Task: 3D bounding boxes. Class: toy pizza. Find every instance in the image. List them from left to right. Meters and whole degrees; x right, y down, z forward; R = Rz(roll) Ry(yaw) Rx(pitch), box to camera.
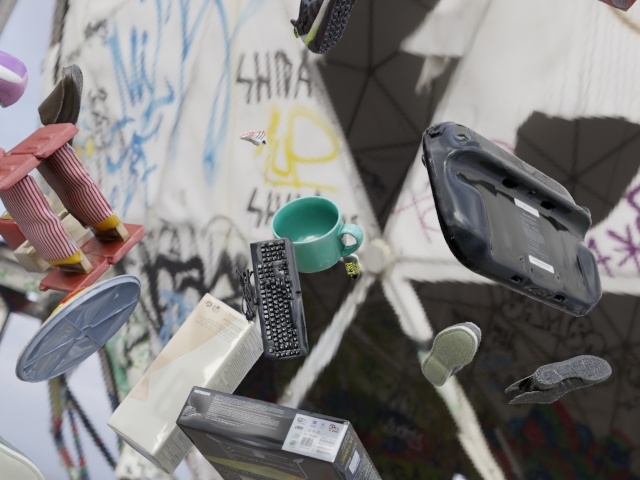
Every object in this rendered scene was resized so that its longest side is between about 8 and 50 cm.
[{"bbox_3d":[-0.322,0.111,1.365,0.032,0.201,0.201,46,-10,14],"label":"toy pizza"}]

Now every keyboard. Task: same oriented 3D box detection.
[{"bbox_3d":[-0.080,0.092,1.614,0.100,0.192,0.038,-11,-13,10],"label":"keyboard"}]

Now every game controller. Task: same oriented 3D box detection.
[{"bbox_3d":[0.218,-0.017,1.142,0.067,0.167,0.319,-17,-25,36],"label":"game controller"}]

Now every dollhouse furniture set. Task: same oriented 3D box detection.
[{"bbox_3d":[-0.450,-0.046,1.565,0.374,0.152,0.201,3,-49,51],"label":"dollhouse furniture set"}]

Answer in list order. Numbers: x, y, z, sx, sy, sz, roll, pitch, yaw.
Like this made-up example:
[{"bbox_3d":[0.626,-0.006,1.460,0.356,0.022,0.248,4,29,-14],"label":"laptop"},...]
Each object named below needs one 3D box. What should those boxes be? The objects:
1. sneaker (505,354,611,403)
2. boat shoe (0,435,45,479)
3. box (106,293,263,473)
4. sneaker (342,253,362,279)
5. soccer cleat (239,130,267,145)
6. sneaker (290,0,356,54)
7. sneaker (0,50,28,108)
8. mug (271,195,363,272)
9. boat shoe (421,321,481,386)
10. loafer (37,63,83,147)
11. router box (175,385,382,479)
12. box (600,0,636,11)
[{"bbox_3d":[0.414,0.248,1.805,0.170,0.051,0.089,-6,-33,-13],"label":"sneaker"},{"bbox_3d":[-0.633,0.408,1.989,0.319,0.116,0.099,55,3,-39],"label":"boat shoe"},{"bbox_3d":[-0.251,0.274,1.973,0.121,0.311,0.148,30,-20,20],"label":"box"},{"bbox_3d":[0.069,0.056,2.223,0.031,0.035,0.083,-5,-30,23],"label":"sneaker"},{"bbox_3d":[-0.156,-0.238,2.424,0.029,0.036,0.083,-15,-2,38],"label":"soccer cleat"},{"bbox_3d":[0.004,-0.411,1.711,0.097,0.084,0.235,46,-43,14],"label":"sneaker"},{"bbox_3d":[-0.388,-0.195,0.972,0.236,0.105,0.095,14,-27,-5],"label":"sneaker"},{"bbox_3d":[-0.009,0.002,1.881,0.157,0.129,0.097,39,-26,43],"label":"mug"},{"bbox_3d":[0.269,0.215,2.066,0.081,0.068,0.228,45,-31,11],"label":"boat shoe"},{"bbox_3d":[-0.511,-0.249,2.013,0.078,0.080,0.220,9,-48,-16],"label":"loafer"},{"bbox_3d":[-0.066,0.371,1.796,0.308,0.081,0.243,9,-33,26],"label":"router box"},{"bbox_3d":[0.481,-0.506,1.601,0.122,0.257,0.128,23,-15,0],"label":"box"}]
